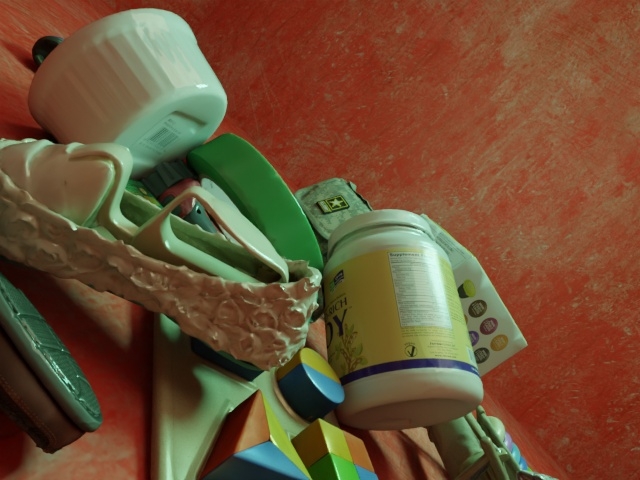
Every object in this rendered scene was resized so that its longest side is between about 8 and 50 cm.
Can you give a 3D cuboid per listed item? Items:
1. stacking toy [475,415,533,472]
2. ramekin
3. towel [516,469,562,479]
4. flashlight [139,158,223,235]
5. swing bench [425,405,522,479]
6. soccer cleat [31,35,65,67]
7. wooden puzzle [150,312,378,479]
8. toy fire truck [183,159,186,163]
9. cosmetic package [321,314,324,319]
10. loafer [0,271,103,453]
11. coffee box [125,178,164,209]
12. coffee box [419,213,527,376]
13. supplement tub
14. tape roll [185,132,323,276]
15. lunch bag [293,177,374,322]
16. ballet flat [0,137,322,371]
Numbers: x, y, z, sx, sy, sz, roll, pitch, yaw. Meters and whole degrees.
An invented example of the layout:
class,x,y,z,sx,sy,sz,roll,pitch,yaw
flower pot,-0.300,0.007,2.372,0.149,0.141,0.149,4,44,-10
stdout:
class,x,y,z,sx,sy,sz,roll,pitch,yaw
stacking toy,0.482,0.610,1.163,0.330,0.141,0.141,53,8,0
ramekin,-0.282,-0.206,0.737,0.135,0.277,0.277,54,8,3
towel,0.284,0.454,0.591,0.235,0.121,0.283,36,41,-46
flashlight,-0.185,0.002,0.810,0.304,0.103,0.103,49,-31,4
swing bench,0.272,0.408,0.879,0.255,0.165,0.253,44,8,-17
soccer cleat,-0.451,-0.303,0.976,0.289,0.093,0.121,43,2,-25
wooden puzzle,-0.050,0.200,0.555,0.322,0.080,0.348,40,10,-35
toy fire truck,-0.349,-0.278,1.206,0.192,0.135,0.047,49,8,21
cosmetic package,0.034,0.087,1.284,0.113,0.160,0.309,43,9,-25
loafer,-0.261,0.045,0.324,0.267,0.084,0.096,50,-23,5
coffee box,-0.261,-0.021,0.711,0.184,0.040,0.113,47,8,7
coffee box,0.297,0.188,1.331,0.337,0.334,0.338,53,5,-23
supplement tub,0.126,0.137,0.821,0.241,0.241,0.331,38,37,-45
tape roll,-0.123,-0.034,0.851,0.321,0.077,0.321,46,-22,25
lunch bag,0.000,0.000,1.075,0.169,0.287,0.235,39,11,-42
ballet flat,-0.175,-0.015,0.460,0.409,0.147,0.147,29,12,-15
